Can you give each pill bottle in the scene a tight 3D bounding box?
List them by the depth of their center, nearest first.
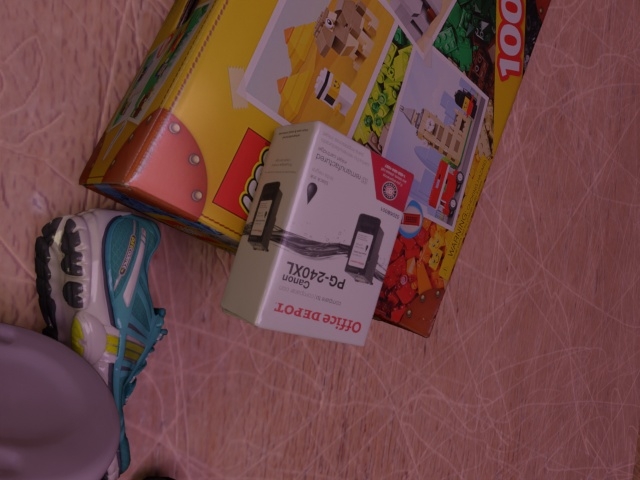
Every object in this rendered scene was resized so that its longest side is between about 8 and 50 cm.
[{"bbox_3d":[-0.286,0.208,0.303,0.160,0.160,0.283,35,95,-34],"label":"pill bottle"}]

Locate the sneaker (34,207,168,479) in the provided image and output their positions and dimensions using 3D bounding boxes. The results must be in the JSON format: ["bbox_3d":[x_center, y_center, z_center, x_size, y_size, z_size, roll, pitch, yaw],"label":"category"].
[{"bbox_3d":[-0.199,0.107,0.439,0.110,0.107,0.275,-8,106,-53],"label":"sneaker"}]

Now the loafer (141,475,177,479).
[{"bbox_3d":[-0.177,0.367,0.510,0.078,0.080,0.220,-9,101,-69],"label":"loafer"}]

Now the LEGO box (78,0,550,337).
[{"bbox_3d":[0.037,-0.196,0.519,0.372,0.193,0.500,30,77,-36],"label":"LEGO box"}]

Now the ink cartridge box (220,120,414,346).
[{"bbox_3d":[0.000,0.000,0.354,0.109,0.063,0.150,20,84,-37],"label":"ink cartridge box"}]
